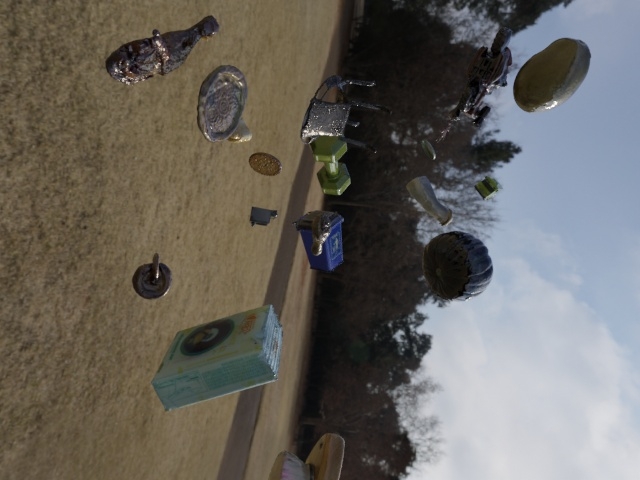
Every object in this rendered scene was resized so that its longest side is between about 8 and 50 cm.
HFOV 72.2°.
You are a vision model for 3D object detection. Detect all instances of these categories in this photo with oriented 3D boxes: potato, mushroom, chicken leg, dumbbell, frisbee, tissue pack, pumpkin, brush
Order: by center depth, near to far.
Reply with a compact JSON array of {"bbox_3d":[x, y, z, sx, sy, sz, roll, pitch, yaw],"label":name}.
[{"bbox_3d":[-0.419,-0.511,1.162,0.323,0.177,0.082,-38,99,-39],"label":"chicken leg"},{"bbox_3d":[-0.045,0.684,1.295,0.266,0.166,0.174,-66,-170,-8],"label":"brush"},{"bbox_3d":[0.694,-0.495,1.324,0.160,0.178,0.235,-9,141,-56],"label":"potato"},{"bbox_3d":[0.034,-0.255,1.439,0.302,0.122,0.108,73,27,-70],"label":"dumbbell"},{"bbox_3d":[-0.335,0.390,1.497,0.287,0.389,0.162,-90,161,-67],"label":"tissue pack"},{"bbox_3d":[-0.601,0.127,1.574,0.080,0.135,0.170,35,-67,50],"label":"mushroom"},{"bbox_3d":[-0.007,-0.012,1.595,0.084,0.069,0.197,60,-28,33],"label":"chicken leg"},{"bbox_3d":[0.429,-0.151,1.706,0.081,0.223,0.092,-41,179,36],"label":"mushroom"},{"bbox_3d":[0.532,-0.448,2.157,0.110,0.014,0.110,59,0,0],"label":"frisbee"},{"bbox_3d":[0.674,0.127,2.186,0.363,0.267,0.362,39,-41,46],"label":"pumpkin"}]

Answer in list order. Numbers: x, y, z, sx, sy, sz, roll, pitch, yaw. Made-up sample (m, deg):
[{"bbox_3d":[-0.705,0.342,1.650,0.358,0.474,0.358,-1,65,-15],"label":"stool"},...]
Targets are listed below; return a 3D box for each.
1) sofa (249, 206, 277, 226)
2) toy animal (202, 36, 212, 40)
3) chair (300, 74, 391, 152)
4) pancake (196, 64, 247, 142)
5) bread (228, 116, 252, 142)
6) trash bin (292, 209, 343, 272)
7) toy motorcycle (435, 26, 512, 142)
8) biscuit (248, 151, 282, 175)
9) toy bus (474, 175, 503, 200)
[{"bbox_3d":[-0.183,-0.068,1.389,0.147,0.085,0.060,177,-79,-79],"label":"sofa"},{"bbox_3d":[-0.413,-0.755,1.578,0.060,0.081,0.083,65,9,-45],"label":"toy animal"},{"bbox_3d":[0.043,-0.306,1.058,0.149,0.214,0.174,-112,-149,-41],"label":"chair"},{"bbox_3d":[-0.305,-0.418,1.365,0.250,0.031,0.250,-58,162,-33],"label":"pancake"},{"bbox_3d":[-0.388,-0.505,2.015,0.119,0.084,0.177,66,22,-8],"label":"bread"},{"bbox_3d":[0.000,0.000,1.850,0.163,0.184,0.234,-38,127,-44],"label":"trash bin"},{"bbox_3d":[0.540,-0.504,1.507,0.207,0.134,0.400,5,115,-60],"label":"toy motorcycle"},{"bbox_3d":[-0.300,-0.418,2.400,0.187,0.188,0.027,89,12,-60],"label":"biscuit"},{"bbox_3d":[0.797,-0.249,2.078,0.088,0.101,0.175,58,28,12],"label":"toy bus"}]
